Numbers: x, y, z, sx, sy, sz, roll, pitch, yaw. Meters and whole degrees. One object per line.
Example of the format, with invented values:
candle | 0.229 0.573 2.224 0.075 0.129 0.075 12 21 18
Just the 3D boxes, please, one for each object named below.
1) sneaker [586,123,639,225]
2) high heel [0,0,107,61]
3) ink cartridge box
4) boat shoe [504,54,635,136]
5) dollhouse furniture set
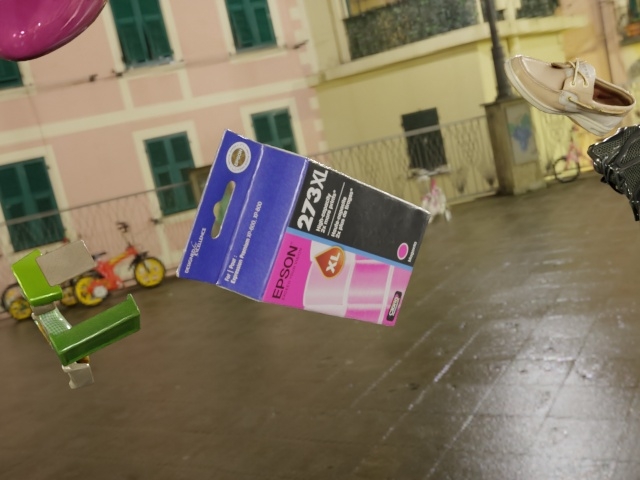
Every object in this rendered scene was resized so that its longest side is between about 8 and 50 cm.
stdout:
sneaker | 0.435 -0.070 0.984 0.130 0.227 0.087 -1 -30 32
high heel | -0.248 -0.352 0.662 0.127 0.377 0.181 7 -28 -9
ink cartridge box | 0.000 0.000 0.904 0.069 0.175 0.371 20 2 42
boat shoe | 0.275 -0.169 0.777 0.170 0.063 0.059 15 -36 -30
dollhouse furniture set | -0.456 0.141 1.362 0.151 0.197 0.301 -28 -15 -24
